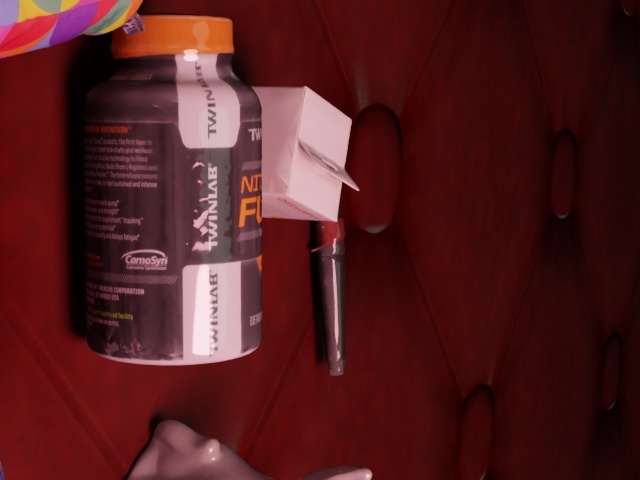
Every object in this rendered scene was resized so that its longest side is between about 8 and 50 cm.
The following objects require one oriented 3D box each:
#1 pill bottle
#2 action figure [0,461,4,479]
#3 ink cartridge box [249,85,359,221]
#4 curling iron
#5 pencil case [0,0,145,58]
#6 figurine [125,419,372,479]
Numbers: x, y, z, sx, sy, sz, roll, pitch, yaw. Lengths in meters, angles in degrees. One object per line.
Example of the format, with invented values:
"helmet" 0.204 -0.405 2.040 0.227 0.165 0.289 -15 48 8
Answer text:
"pill bottle" -0.107 -0.040 0.972 0.130 0.131 0.245 -13 105 -62
"action figure" -0.253 0.290 0.758 0.330 0.179 0.341 57 17 -59
"ink cartridge box" -0.045 -0.070 1.075 0.092 0.143 0.089 26 71 -62
"curling iron" 0.000 0.000 1.296 0.068 0.035 0.273 -27 116 -55
"pencil case" -0.199 -0.152 0.812 0.236 0.104 0.104 -31 121 -58
"figurine" -0.037 0.254 1.059 0.092 0.210 0.214 -45 132 -53
